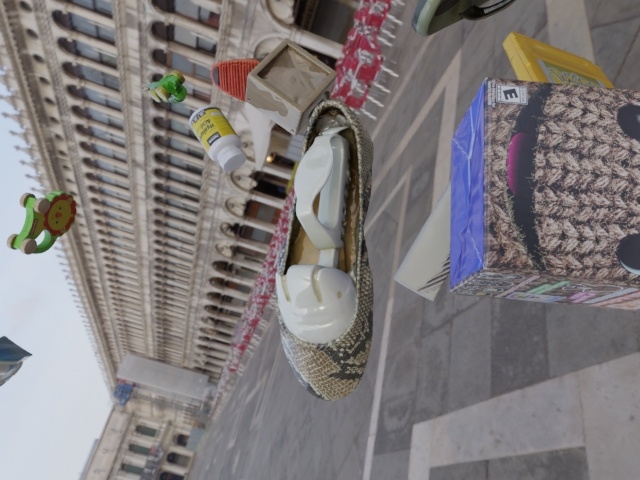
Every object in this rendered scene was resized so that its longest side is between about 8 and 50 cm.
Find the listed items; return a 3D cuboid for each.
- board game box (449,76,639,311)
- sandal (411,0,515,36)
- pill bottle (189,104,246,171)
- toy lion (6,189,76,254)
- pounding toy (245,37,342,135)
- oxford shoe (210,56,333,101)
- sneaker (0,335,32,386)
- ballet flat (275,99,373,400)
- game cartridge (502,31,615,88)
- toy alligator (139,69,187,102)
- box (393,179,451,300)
[{"bbox_3d":[0.319,-0.046,0.563,0.141,0.292,0.231,92,-177,-74],"label":"board game box"},{"bbox_3d":[0.266,-0.395,0.727,0.303,0.086,0.120,-41,-22,-17],"label":"sandal"},{"bbox_3d":[-0.184,-0.184,0.849,0.065,0.116,0.065,-32,-16,-10],"label":"pill bottle"},{"bbox_3d":[-0.411,-0.028,0.704,0.096,0.034,0.100,28,-101,-80],"label":"toy lion"},{"bbox_3d":[-0.038,-0.265,0.824,0.141,0.130,0.100,-53,-2,-24],"label":"pounding toy"},{"bbox_3d":[-0.106,-0.368,1.052,0.098,0.272,0.096,-88,4,-49],"label":"oxford shoe"},{"bbox_3d":[-0.573,0.217,0.799,0.092,0.087,0.229,-55,4,-22],"label":"sneaker"},{"bbox_3d":[0.000,0.000,0.731,0.182,0.164,0.481,47,-134,-68],"label":"ballet flat"},{"bbox_3d":[0.589,-0.340,1.080,0.052,0.286,0.323,124,149,-51],"label":"game cartridge"},{"bbox_3d":[-0.310,-0.298,0.939,0.190,0.051,0.056,13,63,51],"label":"toy alligator"},{"bbox_3d":[0.264,-0.012,0.999,0.274,0.094,0.113,-60,-8,1],"label":"box"}]
